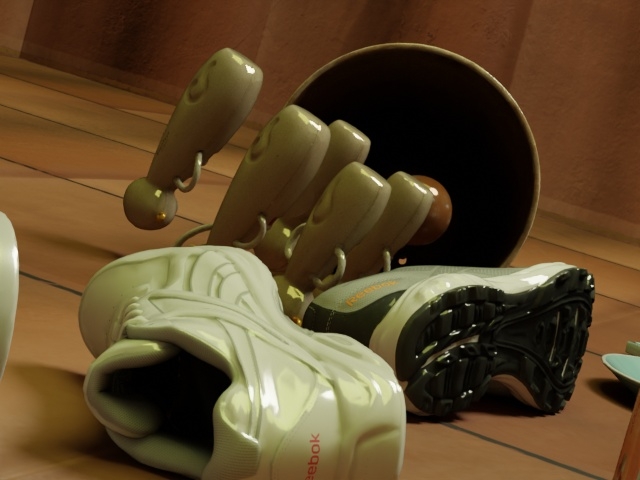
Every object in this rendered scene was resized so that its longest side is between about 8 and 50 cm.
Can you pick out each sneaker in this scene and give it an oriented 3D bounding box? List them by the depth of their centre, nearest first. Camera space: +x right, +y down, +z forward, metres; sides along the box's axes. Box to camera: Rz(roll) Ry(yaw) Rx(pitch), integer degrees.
[{"bbox_3d":[-0.066,0.053,0.773,0.115,0.090,0.232,6,10,-37],"label":"sneaker"},{"bbox_3d":[0.094,0.054,1.094,0.108,0.100,0.271,14,5,36],"label":"sneaker"}]

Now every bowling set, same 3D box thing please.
[{"bbox_3d":[0.000,0.000,1.220,0.200,0.154,0.287,27,11,-33],"label":"bowling set"}]

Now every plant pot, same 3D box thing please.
[{"bbox_3d":[0.070,-0.033,1.417,0.215,0.215,0.230,16,-6,6],"label":"plant pot"}]

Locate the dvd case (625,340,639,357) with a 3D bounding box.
[{"bbox_3d":[0.346,0.116,1.517,0.119,0.013,0.087,11,8,-31],"label":"dvd case"}]

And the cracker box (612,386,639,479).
[{"bbox_3d":[0.280,0.101,0.860,0.232,0.155,0.067,16,6,0],"label":"cracker box"}]

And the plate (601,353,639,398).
[{"bbox_3d":[0.303,0.126,1.287,0.188,0.024,0.188,15,6,-2],"label":"plate"}]

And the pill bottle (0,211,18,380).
[{"bbox_3d":[-0.224,0.012,0.575,0.221,0.124,0.124,12,7,-28],"label":"pill bottle"}]
